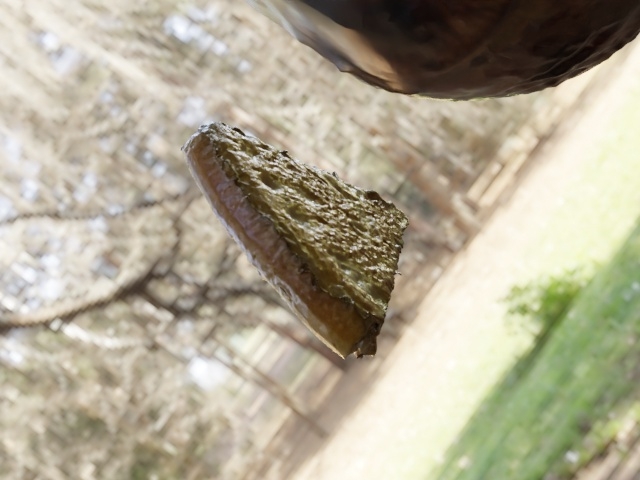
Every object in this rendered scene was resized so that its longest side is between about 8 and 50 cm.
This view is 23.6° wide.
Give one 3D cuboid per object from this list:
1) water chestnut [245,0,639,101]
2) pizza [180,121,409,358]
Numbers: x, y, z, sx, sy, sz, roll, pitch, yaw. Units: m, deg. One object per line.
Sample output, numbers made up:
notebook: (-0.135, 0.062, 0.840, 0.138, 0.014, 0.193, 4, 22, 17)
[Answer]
water chestnut: (0.066, -0.254, 0.791, 0.302, 0.350, 0.350, -61, 3, -41)
pizza: (0.000, 0.000, 1.024, 0.062, 0.188, 0.199, -44, -19, 25)
